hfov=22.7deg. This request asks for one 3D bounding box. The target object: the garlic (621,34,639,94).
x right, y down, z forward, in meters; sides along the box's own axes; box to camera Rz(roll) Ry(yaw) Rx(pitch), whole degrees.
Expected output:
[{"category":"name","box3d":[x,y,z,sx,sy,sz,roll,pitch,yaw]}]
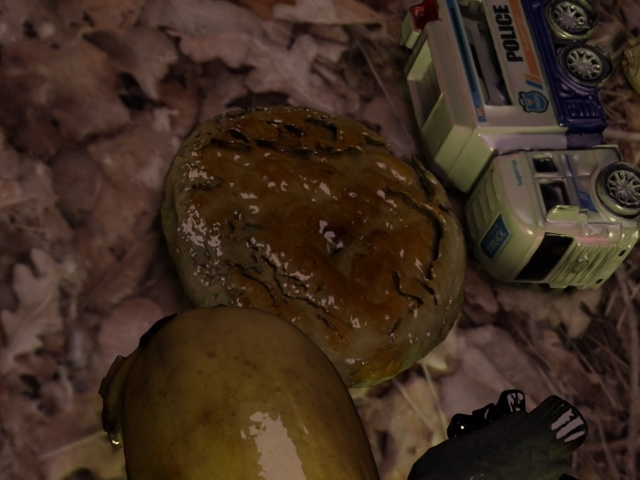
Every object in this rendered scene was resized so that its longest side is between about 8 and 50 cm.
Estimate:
[{"category":"garlic","box3d":[0.342,-0.178,1.517,0.094,0.074,0.113,28,68,-19]}]

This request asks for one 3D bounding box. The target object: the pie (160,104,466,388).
[{"category":"pie","box3d":[0.000,0.000,1.264,0.274,0.055,0.274,15,52,-20]}]

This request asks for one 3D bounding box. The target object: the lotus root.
[{"category":"lotus root","box3d":[-0.036,0.192,1.055,0.183,0.183,0.310,-9,70,-29]}]

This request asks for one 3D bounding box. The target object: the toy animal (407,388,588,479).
[{"category":"toy animal","box3d":[0.131,0.175,1.142,0.121,0.117,0.210,58,27,8]}]

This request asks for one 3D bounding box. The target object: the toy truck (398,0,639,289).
[{"category":"toy truck","box3d":[0.166,-0.092,1.355,0.155,0.124,0.268,-2,60,-17]}]
